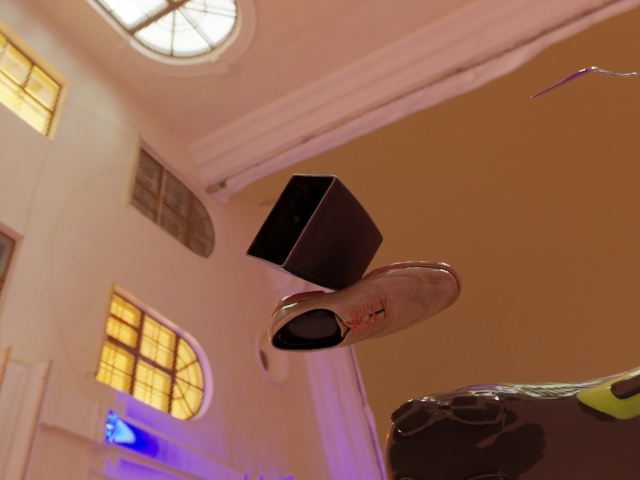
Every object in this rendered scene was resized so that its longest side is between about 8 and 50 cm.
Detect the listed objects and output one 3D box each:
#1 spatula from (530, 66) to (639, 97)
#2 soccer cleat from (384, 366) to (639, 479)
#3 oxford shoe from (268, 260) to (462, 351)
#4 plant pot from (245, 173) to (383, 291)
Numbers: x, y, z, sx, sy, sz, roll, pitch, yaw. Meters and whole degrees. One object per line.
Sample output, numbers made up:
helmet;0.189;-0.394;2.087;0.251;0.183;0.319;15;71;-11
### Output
spatula;0.477;-0.265;1.053;0.296;0.030;0.084;-2;-164;43
soccer cleat;0.168;0.111;0.334;0.289;0.121;0.094;-11;-116;39
oxford shoe;0.077;0.130;1.157;0.348;0.123;0.130;-19;-169;8
plant pot;0.000;0.000;1.265;0.188;0.167;0.188;-59;-153;-9
